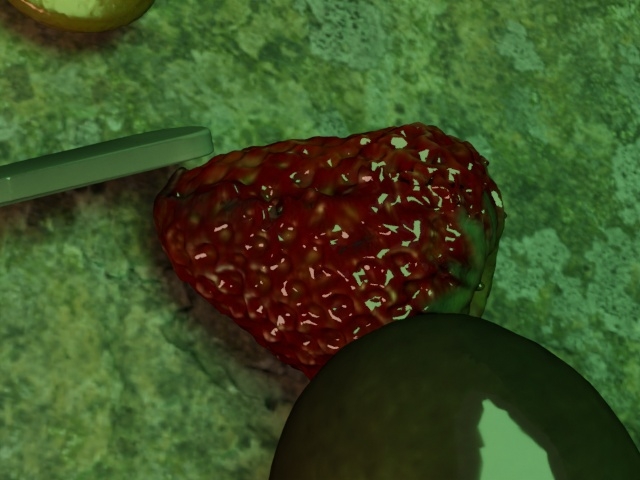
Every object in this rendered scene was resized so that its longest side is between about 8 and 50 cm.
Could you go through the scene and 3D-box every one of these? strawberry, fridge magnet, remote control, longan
[{"bbox_3d":[0.000,0.000,1.167,0.244,0.205,0.205,18,51,12],"label":"strawberry"},{"bbox_3d":[-0.192,-0.214,1.271,0.143,0.063,0.143,13,54,-18],"label":"fridge magnet"},{"bbox_3d":[-0.184,-0.048,1.163,0.245,0.077,0.022,-17,101,-34],"label":"remote control"},{"bbox_3d":[0.080,0.162,1.019,0.215,0.246,0.246,-25,73,-20],"label":"longan"}]
